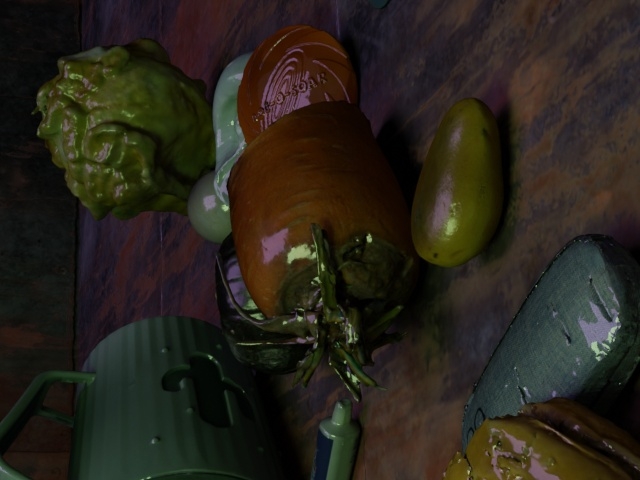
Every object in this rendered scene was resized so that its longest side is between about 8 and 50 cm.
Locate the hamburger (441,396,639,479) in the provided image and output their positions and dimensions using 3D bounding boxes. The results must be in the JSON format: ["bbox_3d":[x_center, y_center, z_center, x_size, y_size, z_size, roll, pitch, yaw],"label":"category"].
[{"bbox_3d":[0.176,0.227,0.932,0.213,0.108,0.214,14,108,51],"label":"hamburger"}]

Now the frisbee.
[{"bbox_3d":[-0.037,-0.179,1.626,0.192,0.035,0.192,-1,89,36],"label":"frisbee"}]

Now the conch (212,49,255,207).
[{"bbox_3d":[-0.073,-0.146,1.732,0.185,0.121,0.221,-2,84,64],"label":"conch"}]

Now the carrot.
[{"bbox_3d":[0.000,0.000,1.375,0.331,0.214,0.193,-110,30,-43],"label":"carrot"}]

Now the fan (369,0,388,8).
[{"bbox_3d":[0.076,-0.362,1.527,0.113,0.005,0.175,170,103,-70],"label":"fan"}]

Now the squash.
[{"bbox_3d":[-0.054,0.066,1.575,0.193,0.155,0.193,14,-90,-68],"label":"squash"}]

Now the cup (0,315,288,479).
[{"bbox_3d":[-0.223,0.292,1.713,0.310,0.401,0.392,-37,32,13],"label":"cup"}]

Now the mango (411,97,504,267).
[{"bbox_3d":[0.131,-0.054,1.209,0.103,0.076,0.161,-148,67,-73],"label":"mango"}]

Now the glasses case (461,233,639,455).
[{"bbox_3d":[0.184,0.114,1.038,0.282,0.067,0.109,111,150,-42],"label":"glasses case"}]

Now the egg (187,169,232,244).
[{"bbox_3d":[-0.141,-0.050,1.913,0.152,0.114,0.114,157,115,-70],"label":"egg"}]

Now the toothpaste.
[{"bbox_3d":[0.008,0.305,1.536,0.069,0.047,0.268,42,130,50],"label":"toothpaste"}]

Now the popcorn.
[{"bbox_3d":[-0.311,-0.169,2.124,0.312,0.312,0.312,-176,90,-70],"label":"popcorn"}]
